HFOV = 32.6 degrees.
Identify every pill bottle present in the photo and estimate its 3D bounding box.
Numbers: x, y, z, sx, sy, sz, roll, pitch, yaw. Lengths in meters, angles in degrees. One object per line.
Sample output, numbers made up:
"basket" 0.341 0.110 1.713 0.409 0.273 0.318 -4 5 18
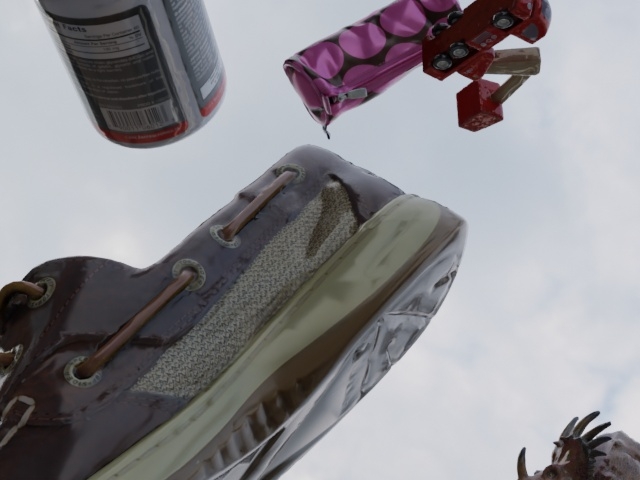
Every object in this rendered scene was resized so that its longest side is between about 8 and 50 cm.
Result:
"pill bottle" -0.261 -0.312 1.444 0.210 0.210 0.363 7 -37 17

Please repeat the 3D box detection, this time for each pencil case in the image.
"pencil case" 0.069 -0.202 1.189 0.095 0.209 0.098 62 -12 -22

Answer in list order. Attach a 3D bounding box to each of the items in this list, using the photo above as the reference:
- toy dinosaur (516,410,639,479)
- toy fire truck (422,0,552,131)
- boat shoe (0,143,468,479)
"toy dinosaur" 0.342 0.278 1.283 0.200 0.295 0.127 46 -72 11
"toy fire truck" 0.180 -0.189 1.134 0.135 0.047 0.192 18 -31 -32
"boat shoe" -0.082 0.065 0.449 0.123 0.342 0.123 38 -32 19
